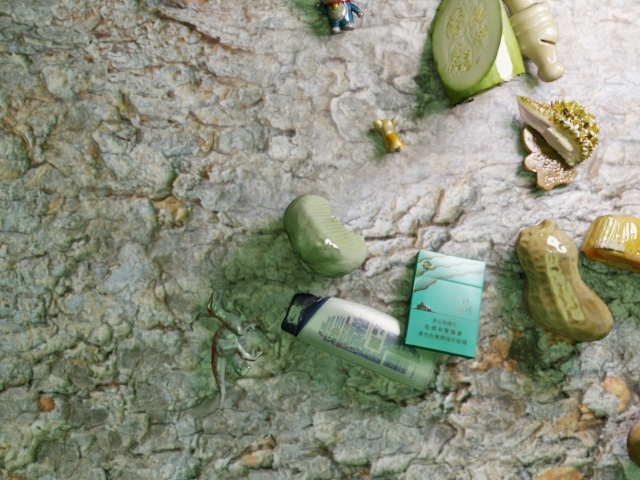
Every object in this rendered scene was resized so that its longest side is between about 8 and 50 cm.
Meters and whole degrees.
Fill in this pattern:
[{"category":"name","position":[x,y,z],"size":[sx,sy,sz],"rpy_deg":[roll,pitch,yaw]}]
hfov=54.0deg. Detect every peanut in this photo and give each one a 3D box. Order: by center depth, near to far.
[{"category":"peanut","position":[0.530,0.103,1.415],"size":[0.159,0.143,0.291],"rpy_deg":[-27,85,10]}]

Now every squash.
[{"category":"squash","position":[0.327,-0.448,1.393],"size":[0.189,0.189,0.260],"rpy_deg":[-23,95,1]}]

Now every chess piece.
[{"category":"chess piece","position":[0.468,-0.502,1.422],"size":[0.124,0.139,0.307],"rpy_deg":[-30,98,-38]}]

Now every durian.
[{"category":"durian","position":[0.542,-0.271,1.418],"size":[0.224,0.078,0.140],"rpy_deg":[31,85,-4]}]

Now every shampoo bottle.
[{"category":"shampoo bottle","position":[0.094,0.218,1.456],"size":[0.360,0.078,0.134],"rpy_deg":[23,85,1]}]

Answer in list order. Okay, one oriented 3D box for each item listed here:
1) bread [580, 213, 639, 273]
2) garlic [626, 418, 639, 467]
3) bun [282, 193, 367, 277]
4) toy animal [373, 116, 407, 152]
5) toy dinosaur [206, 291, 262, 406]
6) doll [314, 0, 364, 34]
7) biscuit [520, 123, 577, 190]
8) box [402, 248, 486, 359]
[{"category":"bread","position":[0.743,0.020,1.404],"size":[0.288,0.152,0.119],"rpy_deg":[12,85,1]},{"category":"garlic","position":[0.807,0.527,1.388],"size":[0.151,0.196,0.338],"rpy_deg":[-35,92,17]},{"category":"bun","position":[0.000,0.000,1.425],"size":[0.126,0.204,0.212],"rpy_deg":[-45,53,25]},{"category":"toy animal","position":[0.162,-0.247,1.456],"size":[0.061,0.081,0.083],"rpy_deg":[-19,110,4]},{"category":"toy dinosaur","position":[-0.226,0.262,1.476],"size":[0.167,0.053,0.242],"rpy_deg":[24,91,2]},{"category":"doll","position":[0.038,-0.559,1.451],"size":[0.114,0.085,0.151],"rpy_deg":[-7,101,20]},{"category":"biscuit","position":[0.528,-0.207,1.467],"size":[0.133,0.027,0.184],"rpy_deg":[-29,89,-3]},{"category":"box","position":[0.284,0.144,1.437],"size":[0.161,0.042,0.226],"rpy_deg":[12,72,0]}]
